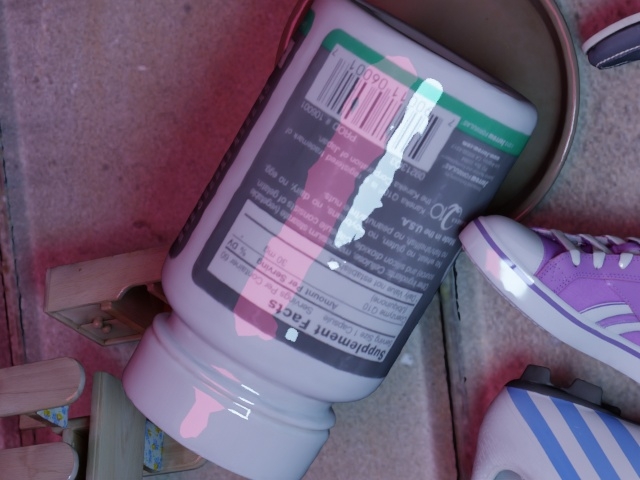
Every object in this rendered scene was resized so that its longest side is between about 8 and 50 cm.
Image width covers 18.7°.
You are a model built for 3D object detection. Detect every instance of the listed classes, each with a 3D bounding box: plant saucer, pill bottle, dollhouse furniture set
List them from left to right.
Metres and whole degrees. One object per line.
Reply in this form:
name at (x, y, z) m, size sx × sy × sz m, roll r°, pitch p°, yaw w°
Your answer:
dollhouse furniture set at (-0.156, 0.139, 1.704) m, size 0.161 × 0.212 × 0.242 m, roll -11°, pitch 63°, yaw 26°
pill bottle at (0.000, 0.000, 1.555) m, size 0.204 × 0.204 × 0.361 m, roll 34°, pitch 100°, yaw 18°
plant saucer at (0.091, -0.125, 1.657) m, size 0.278 × 0.041 × 0.278 m, roll 2°, pitch 95°, yaw 24°

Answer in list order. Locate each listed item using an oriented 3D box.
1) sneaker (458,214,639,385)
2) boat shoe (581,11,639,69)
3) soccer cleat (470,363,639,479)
sneaker at (0.249, 0.017, 1.517) m, size 0.282 × 0.102 × 0.161 m, roll 29°, pitch 106°, yaw -25°
boat shoe at (0.308, -0.160, 1.537) m, size 0.206 × 0.075 × 0.065 m, roll -15°, pitch 86°, yaw 20°
soccer cleat at (0.265, 0.207, 1.526) m, size 0.331 × 0.116 × 0.143 m, roll 15°, pitch 75°, yaw 36°
